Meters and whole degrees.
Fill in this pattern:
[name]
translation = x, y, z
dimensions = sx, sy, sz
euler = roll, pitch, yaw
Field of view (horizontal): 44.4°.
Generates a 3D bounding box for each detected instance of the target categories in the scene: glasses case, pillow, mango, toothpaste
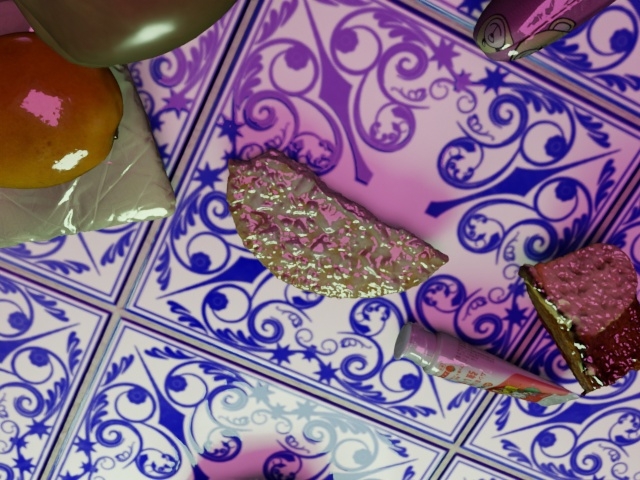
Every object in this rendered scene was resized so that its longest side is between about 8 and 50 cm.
[glasses case]
translation = 0.292, -0.293, 0.789
dimensions = 0.316, 0.123, 0.076
euler = -37, 110, 13
[pillow]
translation = -0.325, -0.130, 0.873
dimensions = 0.274, 0.076, 0.281
euler = -10, 118, 6
[mango]
translation = -0.300, -0.122, 0.767
dimensions = 0.221, 0.120, 0.152
euler = -10, 119, 13
[toothpaste]
translation = 0.211, 0.168, 1.014
dimensions = 0.234, 0.089, 0.057
euler = 21, 67, -9

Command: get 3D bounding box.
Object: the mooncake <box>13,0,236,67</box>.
[mooncake]
translation = -0.075, -0.334, 0.590
dimensions = 0.466, 0.467, 0.262
euler = -29, 110, 10

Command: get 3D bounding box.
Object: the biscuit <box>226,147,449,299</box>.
[biscuit]
translation = 0.000, -0.001, 0.951
dimensions = 0.289, 0.038, 0.141
euler = 29, 110, -11

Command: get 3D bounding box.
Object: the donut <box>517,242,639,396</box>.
[donut]
translation = 0.331, 0.092, 0.962
dimensions = 0.126, 0.144, 0.187
euler = -27, 83, 3
